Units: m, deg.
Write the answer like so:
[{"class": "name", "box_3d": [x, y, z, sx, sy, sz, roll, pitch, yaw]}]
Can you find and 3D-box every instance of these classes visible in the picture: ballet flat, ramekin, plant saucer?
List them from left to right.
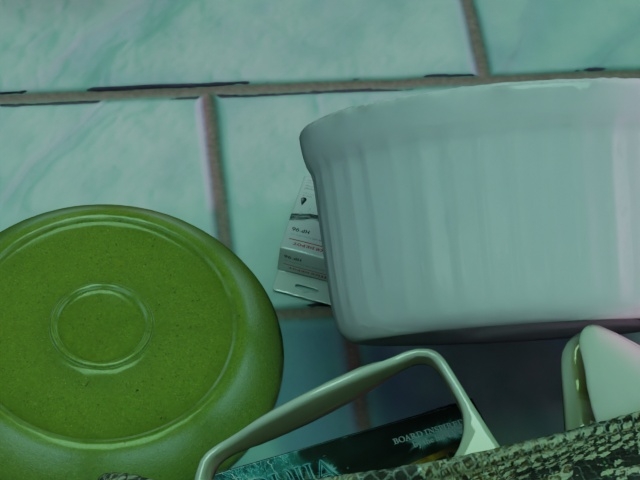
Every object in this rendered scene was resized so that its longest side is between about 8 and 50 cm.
[{"class": "plant saucer", "box_3d": [-0.143, 0.064, 1.175, 0.241, 0.037, 0.241, 3, 54, -4]}, {"class": "ballet flat", "box_3d": [0.093, 0.139, 1.002, 0.483, 0.164, 0.182, -10, 60, 4]}, {"class": "ramekin", "box_3d": [0.129, -0.009, 1.110, 0.277, 0.277, 0.135, -3, 84, -8]}]

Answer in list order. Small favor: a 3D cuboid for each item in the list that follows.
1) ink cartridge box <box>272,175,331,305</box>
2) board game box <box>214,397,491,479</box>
[{"class": "ink cartridge box", "box_3d": [0.000, 0.000, 1.241, 0.048, 0.028, 0.083, 14, 54, 5]}, {"class": "board game box", "box_3d": [0.034, 0.177, 1.114, 0.186, 0.026, 0.126, -14, 57, -16]}]
